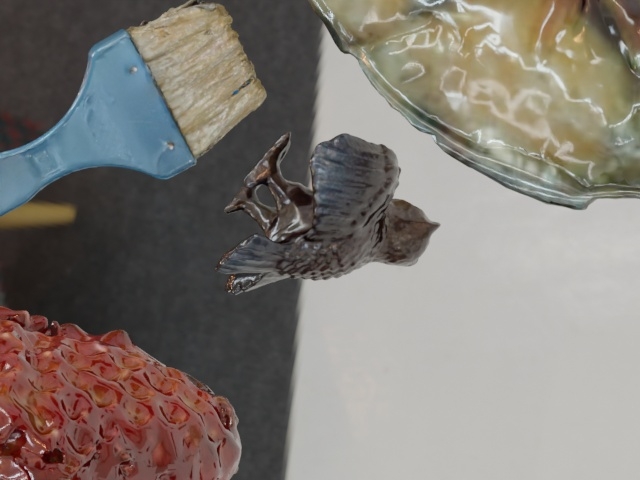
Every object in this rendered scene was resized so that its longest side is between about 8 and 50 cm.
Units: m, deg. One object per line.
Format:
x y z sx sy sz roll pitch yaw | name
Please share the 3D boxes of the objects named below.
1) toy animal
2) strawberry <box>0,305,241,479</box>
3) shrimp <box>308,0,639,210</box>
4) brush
0.008 0.001 1.296 0.218 0.179 0.116 128 155 -47 | toy animal
-0.161 0.121 0.916 0.205 0.244 0.205 18 110 58 | strawberry
0.161 -0.118 0.504 0.071 0.365 0.233 -63 -21 -78 | shrimp
-0.096 -0.024 0.519 0.164 0.051 0.014 -30 21 -8 | brush
